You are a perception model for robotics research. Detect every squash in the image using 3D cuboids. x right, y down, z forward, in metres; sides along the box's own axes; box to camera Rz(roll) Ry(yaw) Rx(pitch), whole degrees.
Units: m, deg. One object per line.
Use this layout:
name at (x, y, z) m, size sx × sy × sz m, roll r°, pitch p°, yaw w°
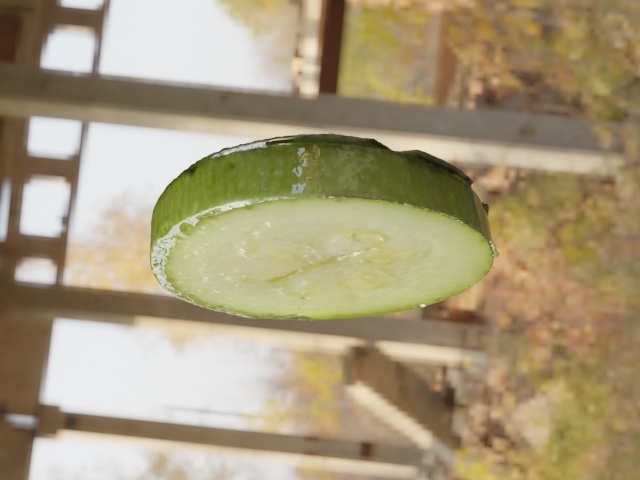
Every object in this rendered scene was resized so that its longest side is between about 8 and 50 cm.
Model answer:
squash at (0.000, 0.005, 1.067) m, size 0.219 × 0.219 × 0.041 m, roll 92°, pitch 178°, yaw -64°
